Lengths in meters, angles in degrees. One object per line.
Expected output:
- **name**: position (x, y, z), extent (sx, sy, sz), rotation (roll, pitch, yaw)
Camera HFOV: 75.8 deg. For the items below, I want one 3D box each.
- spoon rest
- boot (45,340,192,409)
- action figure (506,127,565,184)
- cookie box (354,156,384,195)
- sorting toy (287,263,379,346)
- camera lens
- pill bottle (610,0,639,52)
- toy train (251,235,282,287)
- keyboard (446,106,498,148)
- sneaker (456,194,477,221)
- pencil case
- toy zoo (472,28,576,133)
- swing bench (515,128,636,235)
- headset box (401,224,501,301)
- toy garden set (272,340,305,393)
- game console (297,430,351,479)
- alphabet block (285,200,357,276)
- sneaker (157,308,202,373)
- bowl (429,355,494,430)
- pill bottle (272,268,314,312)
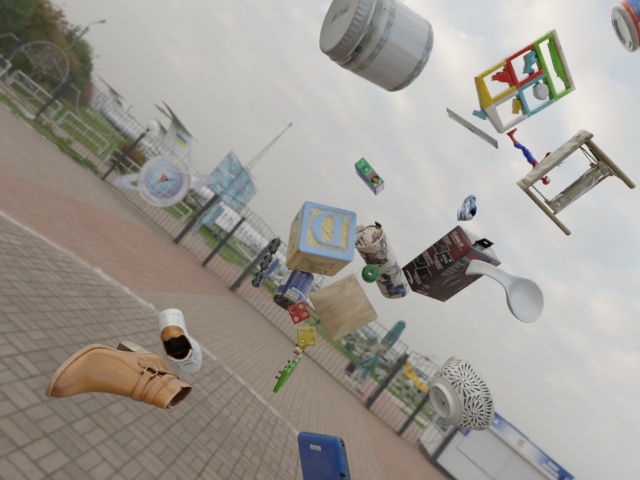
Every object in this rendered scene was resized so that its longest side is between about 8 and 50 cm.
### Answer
- **spoon rest**: position (0.588, 0.152, 1.276), extent (0.276, 0.137, 0.084), rotation (32, -15, -8)
- **boot**: position (-0.309, 0.230, 0.660), extent (0.152, 0.073, 0.197), rotation (29, 10, 13)
- **action figure**: position (0.936, -0.377, 1.768), extent (0.091, 0.139, 0.280), rotation (-21, 81, -58)
- **cookie box**: position (0.159, -0.206, 1.331), extent (0.107, 0.040, 0.092), rotation (51, 1, 12)
- **sorting toy**: position (0.050, 0.178, 1.058), extent (0.132, 0.275, 0.046), rotation (61, -10, 17)
- **camera lens**: position (0.162, -0.567, 1.164), extent (0.274, 0.219, 0.219), rotation (14, 8, -30)
- **pill bottle**: position (0.803, -0.541, 0.927), extent (0.124, 0.222, 0.124), rotation (41, 35, -38)
- **toy train**: position (-0.147, 0.060, 1.146), extent (0.027, 0.158, 0.036), rotation (21, -18, 12)
- **keyboard**: position (0.595, -0.442, 1.618), extent (0.256, 0.014, 0.072), rotation (47, 15, 28)
- **sneaker**: position (0.553, -0.117, 1.517), extent (0.059, 0.144, 0.053), rotation (6, -47, 40)
- **pencil case**: position (0.287, 0.103, 1.903), extent (0.410, 0.160, 0.183), rotation (56, 18, -35)
- **toy zoo**: position (0.586, -0.453, 1.219), extent (0.192, 0.293, 0.030), rotation (58, 6, -19)
- **swing bench**: position (0.843, -0.205, 1.397), extent (0.255, 0.253, 0.165), rotation (41, 24, -12)
- **headset box**: position (0.475, 0.082, 1.463), extent (0.218, 0.293, 0.110), rotation (22, 37, -40)
- **toy garden set**: position (-0.131, 0.532, 1.808), extent (0.049, 0.203, 0.244), rotation (30, 5, 10)
- **game console**: position (0.075, 0.700, 1.234), extent (0.173, 0.250, 0.293), rotation (0, -19, -29)
- **alphabet block**: position (0.000, 0.000, 1.432), extent (0.194, 0.192, 0.197), rotation (14, -24, -13)
- **sneaker**: position (-0.424, 0.342, 1.236), extent (0.123, 0.106, 0.290), rotation (-120, -162, -45)
- **bowl**: position (0.304, 0.358, 0.940), extent (0.170, 0.080, 0.170), rotation (172, -90, -67)
- **pill bottle**: position (-0.100, 0.180, 1.728), extent (0.123, 0.219, 0.122), rotation (22, -26, 12)
